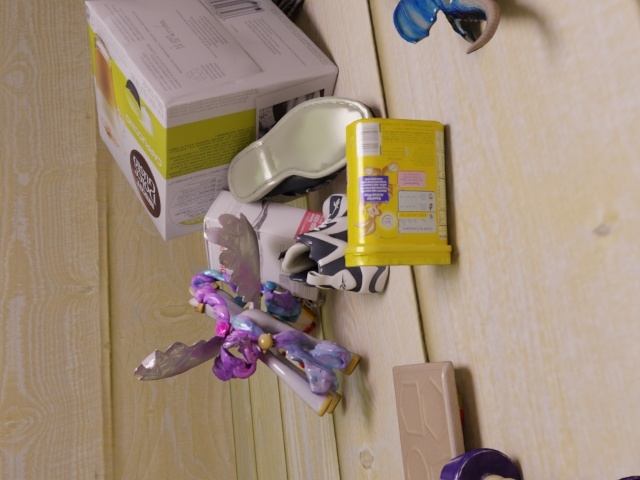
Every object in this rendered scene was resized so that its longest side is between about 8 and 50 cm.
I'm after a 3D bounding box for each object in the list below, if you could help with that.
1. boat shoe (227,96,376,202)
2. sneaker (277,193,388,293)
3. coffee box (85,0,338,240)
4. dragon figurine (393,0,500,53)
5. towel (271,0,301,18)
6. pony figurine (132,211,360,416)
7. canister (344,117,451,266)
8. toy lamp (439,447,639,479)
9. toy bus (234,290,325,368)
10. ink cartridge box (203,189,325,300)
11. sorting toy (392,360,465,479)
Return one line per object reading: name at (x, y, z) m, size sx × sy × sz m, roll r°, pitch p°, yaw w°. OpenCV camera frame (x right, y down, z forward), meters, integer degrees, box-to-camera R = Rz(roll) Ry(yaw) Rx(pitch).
boat shoe at (-0.016, -0.145, 1.117) m, size 0.340 × 0.113 × 0.127 m, roll -27°, pitch 76°, yaw 42°
sneaker at (0.000, 0.000, 1.055) m, size 0.235 × 0.153 × 0.094 m, roll -110°, pitch 25°, yaw -46°
coffee box at (-0.222, -0.262, 1.297) m, size 0.338 × 0.338 × 0.334 m, roll 52°, pitch 148°, yaw 29°
dragon figurine at (0.129, -0.253, 0.688) m, size 0.144 × 0.085 × 0.289 m, roll 110°, pitch 153°, yaw -54°
towel at (-0.105, -0.593, 1.417) m, size 0.283 × 0.121 × 0.235 m, roll 136°, pitch 128°, yaw -67°
pony figurine at (-0.118, 0.155, 1.128) m, size 0.303 × 0.363 × 0.351 m, roll -57°, pitch -12°, yaw -8°
canister at (0.091, -0.054, 0.786) m, size 0.073 × 0.126 × 0.170 m, roll 168°, pitch 101°, yaw -74°
toy lamp at (0.186, 0.229, 0.580) m, size 0.274 × 0.080 × 0.080 m, roll 147°, pitch 120°, yaw -70°
toy bus at (-0.071, 0.168, 1.409) m, size 0.104 × 0.202 × 0.191 m, roll -52°, pitch -39°, yaw -66°
ink cartridge box at (-0.098, 0.010, 1.239) m, size 0.159 × 0.217 × 0.092 m, roll 94°, pitch -169°, yaw -45°
sorting toy at (0.141, 0.250, 0.821) m, size 0.208 × 0.038 × 0.193 m, roll 131°, pitch 135°, yaw -74°
